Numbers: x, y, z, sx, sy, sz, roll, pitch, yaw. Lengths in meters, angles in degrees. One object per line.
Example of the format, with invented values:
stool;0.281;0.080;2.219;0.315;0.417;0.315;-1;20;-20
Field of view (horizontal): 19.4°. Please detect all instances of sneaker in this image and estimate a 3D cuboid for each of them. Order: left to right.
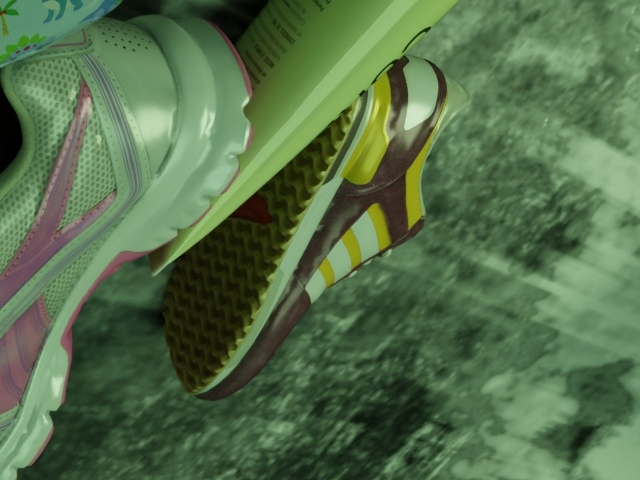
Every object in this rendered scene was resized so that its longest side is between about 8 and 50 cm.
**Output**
sneaker;-0.141;0.006;0.699;0.111;0.103;0.252;21;110;-44
sneaker;0.000;0.000;0.820;0.084;0.069;0.185;7;127;-37

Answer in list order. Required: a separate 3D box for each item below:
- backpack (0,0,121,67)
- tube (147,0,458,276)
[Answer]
backpack;-0.114;-0.112;0.591;0.105;0.084;0.114;-27;140;-16
tube;0.011;-0.088;0.730;0.240;0.062;0.070;-46;162;8
